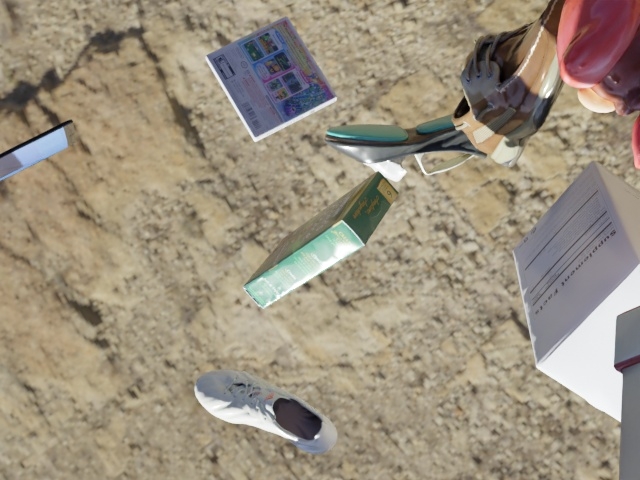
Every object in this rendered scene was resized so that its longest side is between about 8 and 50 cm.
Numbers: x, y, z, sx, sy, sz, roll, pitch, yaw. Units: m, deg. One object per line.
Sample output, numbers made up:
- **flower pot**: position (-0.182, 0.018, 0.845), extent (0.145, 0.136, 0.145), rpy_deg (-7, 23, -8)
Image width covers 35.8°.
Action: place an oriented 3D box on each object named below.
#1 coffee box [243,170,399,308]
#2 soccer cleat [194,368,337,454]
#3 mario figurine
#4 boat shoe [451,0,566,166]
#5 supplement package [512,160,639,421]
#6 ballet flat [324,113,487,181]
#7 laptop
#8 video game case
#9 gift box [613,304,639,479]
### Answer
- **coffee box**: position (0.000, 0.000, 1.132), extent (0.040, 0.113, 0.184), rpy_deg (48, 133, -9)
- **soccer cleat**: position (-0.068, 0.200, 1.203), extent (0.196, 0.068, 0.076), rpy_deg (21, 157, 19)
- **mario figurine**: position (0.357, -0.136, 0.908), extent (0.198, 0.170, 0.320), rpy_deg (-42, 78, 9)
- **boat shoe**: position (0.227, -0.191, 1.208), extent (0.119, 0.123, 0.324), rpy_deg (27, 160, 5)
- **supplement package**: position (0.370, 0.064, 1.218), extent (0.177, 0.293, 0.175), rpy_deg (33, 115, -12)
- **ballet flat**: position (0.149, -0.149, 1.616), extent (0.280, 0.095, 0.096), rpy_deg (-6, 111, -1)
- **laptop**: position (-0.372, -0.008, 1.149), extent (0.234, 0.136, 0.265), rpy_deg (178, 100, -78)
- **video game case**: position (-0.074, -0.245, 1.492), extent (0.157, 0.143, 0.019), rpy_deg (59, 169, 14)
- **gift box**: position (0.351, 0.146, 0.630), extent (0.276, 0.258, 0.255), rpy_deg (32, 142, -25)
